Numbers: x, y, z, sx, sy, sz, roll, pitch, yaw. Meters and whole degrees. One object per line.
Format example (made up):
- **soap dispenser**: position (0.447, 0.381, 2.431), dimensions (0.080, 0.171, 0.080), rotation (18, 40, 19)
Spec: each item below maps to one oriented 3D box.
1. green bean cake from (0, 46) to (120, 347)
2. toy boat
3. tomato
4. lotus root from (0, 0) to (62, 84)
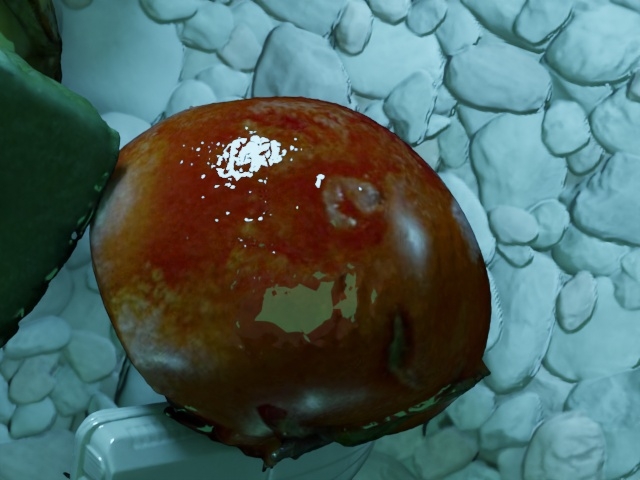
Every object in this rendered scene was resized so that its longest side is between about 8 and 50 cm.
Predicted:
- **green bean cake**: position (-0.270, -0.035, 0.892), dimensions (0.227, 0.125, 0.222), rotation (31, 91, -38)
- **toy boat**: position (-0.079, 0.161, 1.005), dimensions (0.141, 0.269, 0.140), rotation (10, 106, 38)
- **tomato**: position (0.004, 0.001, 0.947), dimensions (0.309, 0.170, 0.309), rotation (20, 53, -28)
- **lotus root**: position (-0.346, -0.155, 1.013), dimensions (0.314, 0.142, 0.210), rotation (11, 129, -6)
